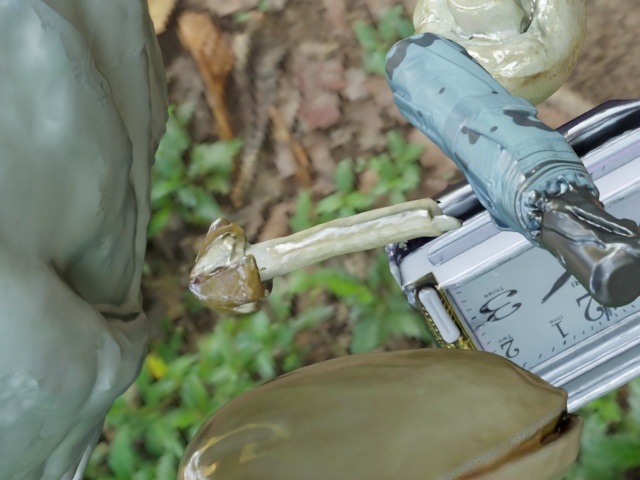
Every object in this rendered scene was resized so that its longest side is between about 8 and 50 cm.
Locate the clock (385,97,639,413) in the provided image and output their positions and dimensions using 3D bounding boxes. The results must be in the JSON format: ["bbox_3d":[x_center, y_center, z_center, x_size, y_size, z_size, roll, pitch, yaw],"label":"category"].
[{"bbox_3d":[0.190,0.016,1.319,0.186,0.253,0.083,58,-173,-36],"label":"clock"}]

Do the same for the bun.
[{"bbox_3d":[-0.150,-0.026,0.582,0.354,0.194,0.354,-175,90,-74],"label":"bun"}]

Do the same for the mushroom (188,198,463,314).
[{"bbox_3d":[0.000,0.000,1.182,0.187,0.060,0.061,-18,117,13],"label":"mushroom"}]

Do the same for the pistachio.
[{"bbox_3d":[0.022,0.100,0.768,0.108,0.185,0.126,68,165,0],"label":"pistachio"}]

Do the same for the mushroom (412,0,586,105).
[{"bbox_3d":[0.136,-0.166,1.413,0.148,0.148,0.112,29,168,32],"label":"mushroom"}]

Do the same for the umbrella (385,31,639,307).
[{"bbox_3d":[0.093,-0.038,0.912,0.250,0.052,0.053,-125,35,-53],"label":"umbrella"}]
